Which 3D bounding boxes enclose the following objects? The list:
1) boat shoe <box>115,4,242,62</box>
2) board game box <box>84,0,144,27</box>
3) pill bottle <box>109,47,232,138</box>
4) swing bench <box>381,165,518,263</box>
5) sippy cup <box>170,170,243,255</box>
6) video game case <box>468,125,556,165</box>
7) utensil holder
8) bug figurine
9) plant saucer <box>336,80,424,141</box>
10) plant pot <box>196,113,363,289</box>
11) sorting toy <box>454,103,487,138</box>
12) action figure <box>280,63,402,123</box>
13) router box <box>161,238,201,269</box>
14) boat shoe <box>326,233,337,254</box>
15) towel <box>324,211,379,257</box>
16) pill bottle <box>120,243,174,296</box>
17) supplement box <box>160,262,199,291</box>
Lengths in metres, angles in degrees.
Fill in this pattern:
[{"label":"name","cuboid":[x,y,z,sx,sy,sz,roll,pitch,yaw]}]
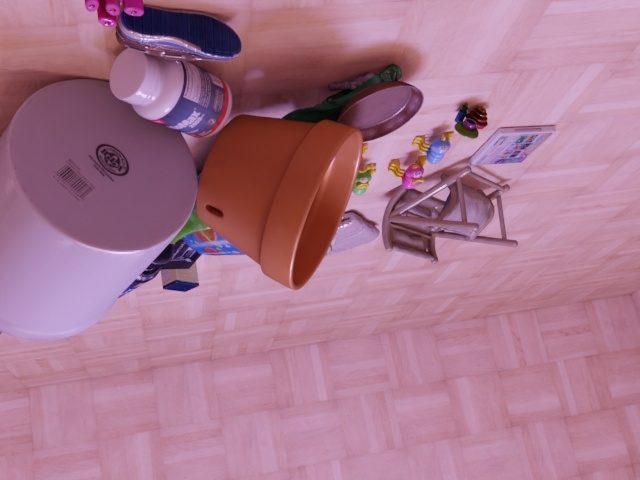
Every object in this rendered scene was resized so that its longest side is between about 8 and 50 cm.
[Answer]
[{"label":"boat shoe","cuboid":[-0.206,-0.294,1.206,0.183,0.066,0.066,10,159,-26]},{"label":"board game box","cuboid":[-0.177,-0.400,0.913,0.389,0.050,0.390,-16,162,14]},{"label":"pill bottle","cuboid":[-0.233,-0.231,1.293,0.108,0.108,0.180,-22,159,30]},{"label":"swing bench","cuboid":[0.316,-0.056,2.064,0.254,0.165,0.253,-14,164,33]},{"label":"sippy cup","cuboid":[-0.171,-0.067,1.670,0.305,0.240,0.224,25,154,-38]},{"label":"video game case","cuboid":[0.433,-0.214,1.886,0.143,0.019,0.157,-5,160,-19]},{"label":"utensil holder","cuboid":[-0.423,-0.045,1.407,0.327,0.328,0.385,2,155,-36]},{"label":"bug figurine","cuboid":[0.151,-0.159,1.794,0.278,0.072,0.216,-9,162,-7]},{"label":"plant saucer","cuboid":[0.099,-0.230,1.462,0.168,0.029,0.168,-20,159,-8]},{"label":"plant pot","cuboid":[-0.076,-0.085,1.411,0.203,0.291,0.291,22,166,12]},{"label":"sorting toy","cuboid":[0.302,-0.243,1.657,0.102,0.061,0.042,-43,160,-52]},{"label":"action figure","cuboid":[0.045,-0.246,1.486,0.232,0.064,0.137,-26,156,20]},{"label":"router box","cuboid":[-0.372,-0.017,1.891,0.242,0.081,0.309,-1,159,-28]},{"label":"boat shoe","cuboid":[-0.019,-0.050,1.838,0.103,0.113,0.302,-42,-159,-6]},{"label":"towel","cuboid":[0.000,0.000,2.220,0.282,0.049,0.187,-18,161,20]},{"label":"pill bottle","cuboid":[-0.406,0.043,1.727,0.219,0.123,0.122,-26,157,38]},{"label":"supplement box","cuboid":[-0.373,0.085,2.192,0.056,0.083,0.083,-23,158,32]}]
